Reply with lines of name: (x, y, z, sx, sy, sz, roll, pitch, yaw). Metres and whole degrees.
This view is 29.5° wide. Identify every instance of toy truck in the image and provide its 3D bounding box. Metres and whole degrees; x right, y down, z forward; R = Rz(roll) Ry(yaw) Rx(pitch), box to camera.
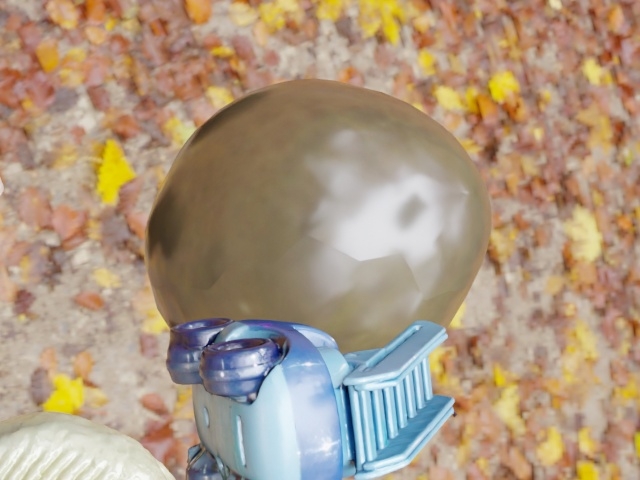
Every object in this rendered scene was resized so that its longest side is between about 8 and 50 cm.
toy truck: (0.004, 0.048, 0.362, 0.090, 0.073, 0.056, -8, 97, -23)

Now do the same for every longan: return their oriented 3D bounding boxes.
longan: (0.000, 0.000, 0.609, 0.189, 0.189, 0.189, 11, 74, -42)

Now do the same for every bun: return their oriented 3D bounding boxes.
bun: (-0.193, 0.233, 0.878, 0.220, 0.134, 0.220, 2, 74, -7)

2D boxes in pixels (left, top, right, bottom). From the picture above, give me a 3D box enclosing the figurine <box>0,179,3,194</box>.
figurine: (-0.287, -0.037, 0.679, 0.237, 0.162, 0.141, -24, 95, -78)
